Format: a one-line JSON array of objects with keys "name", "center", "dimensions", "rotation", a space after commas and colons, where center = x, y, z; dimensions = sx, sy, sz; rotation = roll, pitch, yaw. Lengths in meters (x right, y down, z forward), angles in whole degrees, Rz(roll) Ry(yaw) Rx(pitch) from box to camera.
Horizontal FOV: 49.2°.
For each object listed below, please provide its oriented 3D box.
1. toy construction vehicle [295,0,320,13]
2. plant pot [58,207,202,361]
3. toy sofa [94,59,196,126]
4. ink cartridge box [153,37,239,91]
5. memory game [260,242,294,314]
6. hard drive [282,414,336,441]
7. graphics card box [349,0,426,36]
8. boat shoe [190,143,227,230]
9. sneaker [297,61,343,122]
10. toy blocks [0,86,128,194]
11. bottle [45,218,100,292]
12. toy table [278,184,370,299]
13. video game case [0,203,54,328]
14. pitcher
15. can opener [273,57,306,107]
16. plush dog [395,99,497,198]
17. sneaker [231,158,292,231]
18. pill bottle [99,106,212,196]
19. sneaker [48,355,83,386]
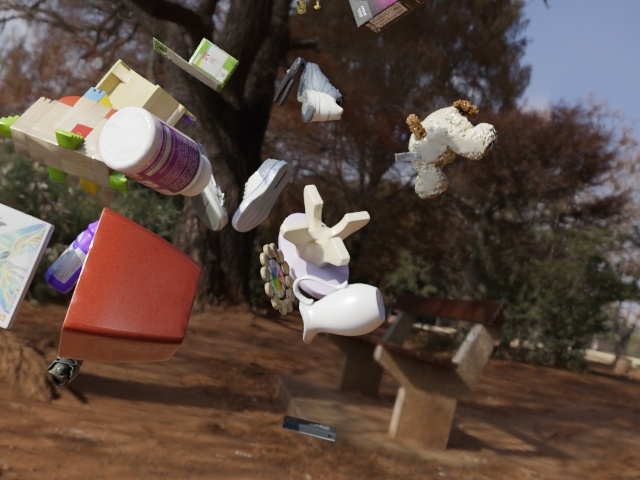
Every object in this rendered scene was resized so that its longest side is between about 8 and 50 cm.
[{"name": "toy construction vehicle", "center": [-0.045, -0.727, 2.067], "dimensions": [0.085, 0.098, 0.035], "rotation": [-27, 22, -30]}, {"name": "plant pot", "center": [-0.400, 0.127, 1.506], "dimensions": [0.235, 0.267, 0.267], "rotation": [17, -27, -14]}, {"name": "toy sofa", "center": [-0.551, -0.414, 2.172], "dimensions": [0.362, 0.150, 0.177], "rotation": [37, -3, 46]}, {"name": "ink cartridge box", "center": [-0.399, -0.589, 2.226], "dimensions": [0.255, 0.097, 0.189], "rotation": [33, -2, -13]}, {"name": "memory game", "center": [-0.105, 0.096, 1.751], "dimensions": [0.012, 0.186, 0.186], "rotation": [-15, -16, 18]}, {"name": "hard drive", "center": [-0.029, 0.471, 1.757], "dimensions": [0.135, 0.022, 0.094], "rotation": [14, -5, 1]}, {"name": "graphics card box", "center": [0.235, -0.755, 1.897], "dimensions": [0.370, 0.233, 0.094], "rotation": [-26, -19, 32]}, {"name": "boat shoe", "center": [-0.356, -0.175, 2.178], "dimensions": [0.103, 0.321, 0.118], "rotation": [-15, -29, -31]}, {"name": "sneaker", "center": [-0.002, -0.465, 2.234], "dimensions": [0.129, 0.297, 0.111], "rotation": [6, -45, -14]}, {"name": "toy blocks", "center": [-0.640, -0.305, 1.920], "dimensions": [0.381, 0.261, 0.191], "rotation": [20, -40, 7]}, {"name": "bottle", "center": [-0.727, 0.032, 2.166], "dimensions": [0.092, 0.283, 0.118], "rotation": [42, 4, -25]}, {"name": "toy table", "center": [0.000, 0.000, 1.860], "dimensions": [0.252, 0.274, 0.161], "rotation": [-20, -28, -32]}, {"name": "video game case", "center": [-0.983, 0.052, 2.050], "dimensions": [0.299, 0.329, 0.036], "rotation": [22, -4, 2]}, {"name": "pitcher", "center": [0.043, 0.156, 1.735], "dimensions": [0.207, 0.178, 0.125], "rotation": [-13, 18, 15]}, {"name": "can opener", "center": [-0.107, -0.544, 2.397], "dimensions": [0.059, 0.186, 0.073], "rotation": [47, 26, 25]}, {"name": "plush dog", "center": [0.312, -0.270, 1.845], "dimensions": [0.210, 0.262, 0.225], "rotation": [42, 26, -7]}, {"name": "sneaker", "center": [-0.186, -0.135, 2.075], "dimensions": [0.091, 0.258, 0.094], "rotation": [20, -26, 38]}, {"name": "pill bottle", "center": [-0.412, -0.214, 1.809], "dimensions": [0.169, 0.170, 0.301], "rotation": [12, -8, 26]}, {"name": "sneaker", "center": [-0.746, 0.344, 2.110], "dimensions": [0.087, 0.228, 0.130], "rotation": [29, 7, -10]}]
